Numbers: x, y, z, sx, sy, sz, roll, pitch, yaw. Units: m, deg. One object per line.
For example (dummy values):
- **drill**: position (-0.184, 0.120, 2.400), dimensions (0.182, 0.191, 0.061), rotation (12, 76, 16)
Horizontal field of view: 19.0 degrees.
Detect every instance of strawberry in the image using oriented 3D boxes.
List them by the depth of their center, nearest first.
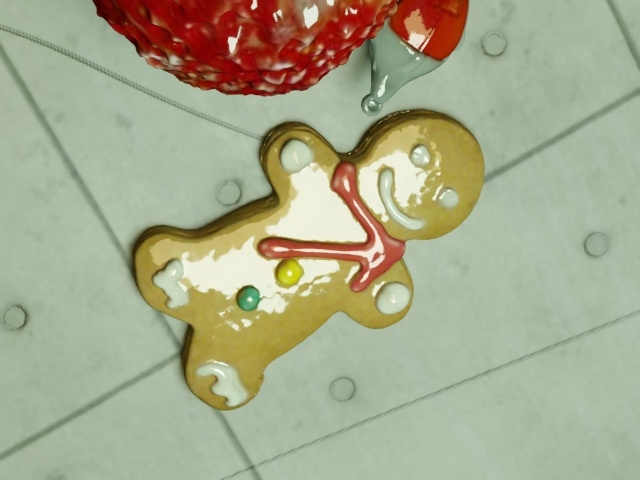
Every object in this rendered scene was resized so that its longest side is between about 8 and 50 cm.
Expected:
- **strawberry**: position (-0.036, -0.242, 1.496), dimensions (0.292, 0.292, 0.310), rotation (-46, 135, 4)

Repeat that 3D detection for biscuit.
- **biscuit**: position (0.000, 0.000, 1.727), dimensions (0.340, 0.047, 0.216), rotation (-29, 111, -2)

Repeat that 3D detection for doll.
- **doll**: position (0.093, -0.210, 1.669), dimensions (0.102, 0.075, 0.227), rotation (26, 90, -27)
